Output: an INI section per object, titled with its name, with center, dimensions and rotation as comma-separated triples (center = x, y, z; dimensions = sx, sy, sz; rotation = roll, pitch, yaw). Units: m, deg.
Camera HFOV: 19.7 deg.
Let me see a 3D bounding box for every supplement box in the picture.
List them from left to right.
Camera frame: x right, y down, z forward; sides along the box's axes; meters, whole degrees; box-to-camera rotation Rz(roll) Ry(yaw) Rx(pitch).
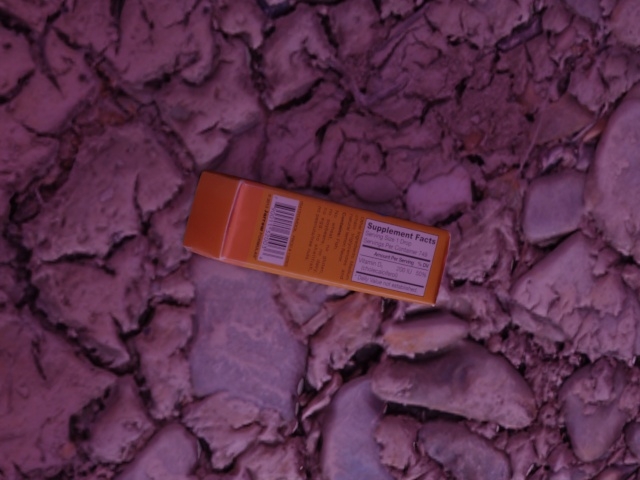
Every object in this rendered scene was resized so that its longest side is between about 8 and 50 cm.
[supplement box]
center = 0.000, 0.000, 1.645
dimensions = 0.233, 0.078, 0.080
rotation = 16, 90, -33
